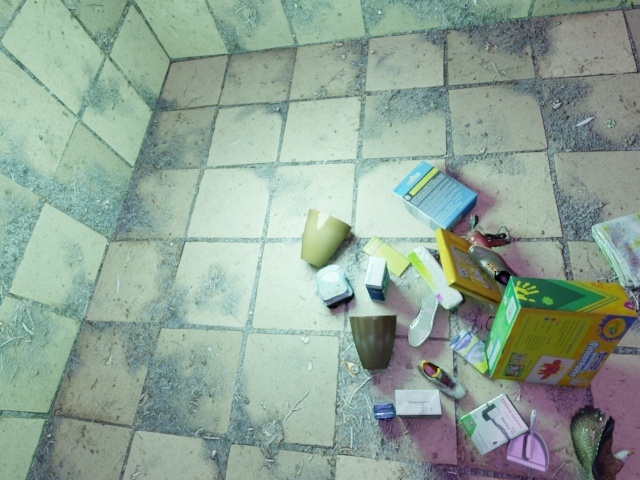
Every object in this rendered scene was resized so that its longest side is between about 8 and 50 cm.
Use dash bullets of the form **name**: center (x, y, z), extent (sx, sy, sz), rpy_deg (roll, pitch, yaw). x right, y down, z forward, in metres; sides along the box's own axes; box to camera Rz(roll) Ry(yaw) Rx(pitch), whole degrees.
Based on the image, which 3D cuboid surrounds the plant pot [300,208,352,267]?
- **plant pot**: center (0.000, 0.000, 2.084), extent (0.237, 0.237, 0.255), rpy_deg (23, 87, 23)

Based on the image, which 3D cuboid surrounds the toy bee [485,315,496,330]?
- **toy bee**: center (0.879, 0.318, 1.729), extent (0.298, 0.195, 0.162), rpy_deg (-51, 24, -6)

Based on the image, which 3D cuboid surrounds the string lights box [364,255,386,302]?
- **string lights box**: center (0.265, 0.185, 1.892), extent (0.076, 0.260, 0.134), rpy_deg (8, 68, 17)

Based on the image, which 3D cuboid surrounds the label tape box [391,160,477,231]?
- **label tape box**: center (0.577, -0.216, 2.093), extent (0.249, 0.115, 0.347), rpy_deg (-44, 60, -9)

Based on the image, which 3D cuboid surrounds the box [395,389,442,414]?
- **box**: center (0.388, 0.654, 1.622), extent (0.169, 0.290, 0.087), rpy_deg (-6, 62, 13)

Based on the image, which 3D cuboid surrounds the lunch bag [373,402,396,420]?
- **lunch bag**: center (0.275, 0.730, 1.738), extent (0.098, 0.067, 0.065), rpy_deg (-9, 64, 8)

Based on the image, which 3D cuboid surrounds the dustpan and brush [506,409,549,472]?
- **dustpan and brush**: center (0.815, 0.767, 1.591), extent (0.147, 0.060, 0.211), rpy_deg (11, 68, 19)

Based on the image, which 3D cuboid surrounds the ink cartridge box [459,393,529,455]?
- **ink cartridge box**: center (0.681, 0.718, 1.606), extent (0.208, 0.087, 0.153), rpy_deg (-36, 57, 10)

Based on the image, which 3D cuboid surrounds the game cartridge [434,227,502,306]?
- **game cartridge**: center (0.652, 0.111, 1.811), extent (0.285, 0.053, 0.324), rpy_deg (22, 43, -20)

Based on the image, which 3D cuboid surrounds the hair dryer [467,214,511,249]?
- **hair dryer**: center (0.785, 0.008, 1.882), extent (0.223, 0.080, 0.294), rpy_deg (22, 54, 2)

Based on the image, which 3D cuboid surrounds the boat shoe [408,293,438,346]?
- **boat shoe**: center (0.467, 0.366, 1.859), extent (0.095, 0.079, 0.255), rpy_deg (14, 67, 22)

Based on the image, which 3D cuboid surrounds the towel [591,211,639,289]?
- **towel**: center (1.434, 0.022, 1.780), extent (0.374, 0.090, 0.321), rpy_deg (-16, 63, 6)

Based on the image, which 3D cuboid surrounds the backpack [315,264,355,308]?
- **backpack**: center (0.060, 0.215, 1.997), extent (0.165, 0.144, 0.189), rpy_deg (-25, 59, 7)

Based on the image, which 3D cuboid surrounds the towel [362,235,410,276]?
- **towel**: center (0.331, 0.079, 2.065), extent (0.237, 0.021, 0.102), rpy_deg (38, 84, 25)

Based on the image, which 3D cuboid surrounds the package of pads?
- **package of pads**: center (0.527, 0.172, 1.842), extent (0.101, 0.229, 0.297), rpy_deg (-37, 68, 12)

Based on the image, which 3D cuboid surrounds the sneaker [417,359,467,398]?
- **sneaker**: center (0.510, 0.589, 1.734), extent (0.225, 0.093, 0.088), rpy_deg (30, 75, 24)

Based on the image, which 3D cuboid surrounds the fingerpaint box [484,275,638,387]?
- **fingerpaint box**: center (0.861, 0.348, 1.534), extent (0.370, 0.445, 0.163), rpy_deg (3, 41, 8)

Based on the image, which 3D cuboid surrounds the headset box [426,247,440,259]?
- **headset box**: center (0.543, 0.074, 2.005), extent (0.083, 0.032, 0.062), rpy_deg (10, 68, 17)

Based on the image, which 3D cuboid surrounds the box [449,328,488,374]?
- **box**: center (0.663, 0.478, 1.778), extent (0.109, 0.042, 0.178), rpy_deg (-45, 64, -10)

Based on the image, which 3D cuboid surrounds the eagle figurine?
- **eagle figurine**: center (1.009, 0.771, 1.464), extent (0.225, 0.226, 0.298), rpy_deg (-16, 75, -35)

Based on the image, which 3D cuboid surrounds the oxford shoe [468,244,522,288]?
- **oxford shoe**: center (0.741, 0.112, 1.737), extent (0.271, 0.098, 0.097), rpy_deg (43, 111, 27)

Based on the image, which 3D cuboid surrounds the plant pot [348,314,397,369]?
- **plant pot**: center (0.239, 0.450, 1.822), extent (0.215, 0.215, 0.231), rpy_deg (-4, 79, 12)
